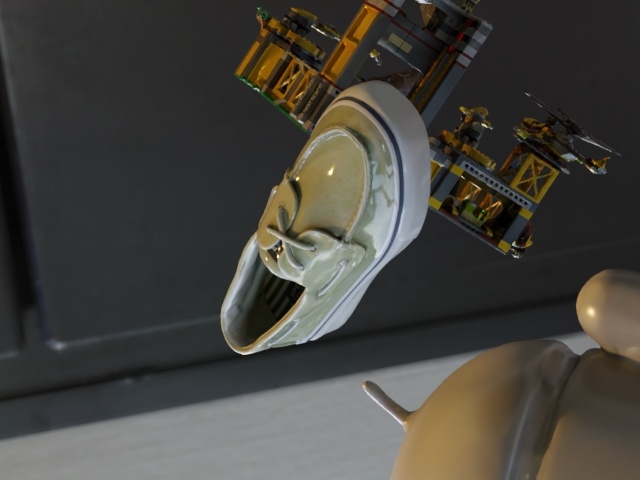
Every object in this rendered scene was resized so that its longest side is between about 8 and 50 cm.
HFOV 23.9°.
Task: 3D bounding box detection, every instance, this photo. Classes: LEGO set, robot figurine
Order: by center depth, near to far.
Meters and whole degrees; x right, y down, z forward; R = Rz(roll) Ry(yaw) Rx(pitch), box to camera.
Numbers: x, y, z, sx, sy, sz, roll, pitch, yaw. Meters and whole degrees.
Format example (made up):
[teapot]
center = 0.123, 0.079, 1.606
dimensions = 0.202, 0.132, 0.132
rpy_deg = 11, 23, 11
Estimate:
[robot figurine]
center = 0.187, 0.167, 0.832
dimensions = 0.200, 0.353, 0.300
rpy_deg = -28, -54, -67
[LEGO set]
center = 0.103, -0.147, 1.397
dimensions = 0.192, 0.331, 0.255
rpy_deg = -57, 16, 6

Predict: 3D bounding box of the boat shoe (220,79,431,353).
[boat shoe]
center = 0.000, 0.000, 1.175
dimensions = 0.109, 0.094, 0.302
rpy_deg = 47, 144, 20
